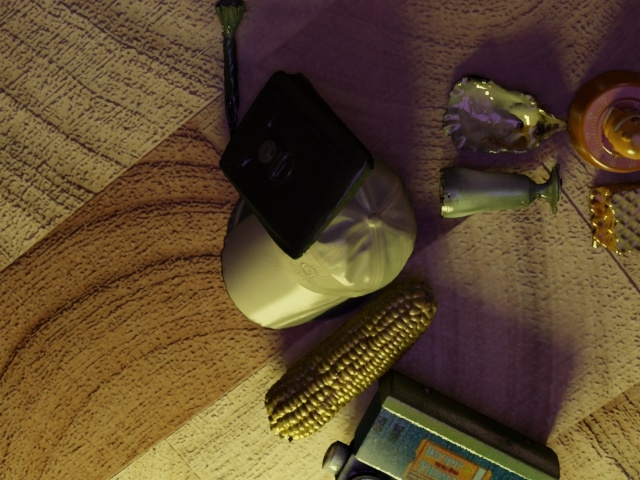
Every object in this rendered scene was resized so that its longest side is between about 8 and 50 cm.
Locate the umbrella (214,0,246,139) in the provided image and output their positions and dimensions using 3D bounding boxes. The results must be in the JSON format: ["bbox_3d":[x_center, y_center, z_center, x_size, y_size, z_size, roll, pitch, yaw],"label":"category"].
[{"bbox_3d":[-0.111,-0.252,1.473,0.044,0.044,0.269,-17,115,-30],"label":"umbrella"}]

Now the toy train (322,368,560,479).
[{"bbox_3d":[0.164,0.320,1.558,0.299,0.131,0.202,27,104,-6],"label":"toy train"}]

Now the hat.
[{"bbox_3d":[-0.006,0.004,1.473,0.275,0.161,0.232,-34,97,16],"label":"hat"}]

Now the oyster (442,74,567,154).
[{"bbox_3d":[0.229,-0.163,1.463,0.146,0.045,0.122,-25,106,18],"label":"oyster"}]

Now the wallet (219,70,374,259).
[{"bbox_3d":[-0.037,-0.100,1.409,0.052,0.245,0.168,28,107,-41],"label":"wallet"}]

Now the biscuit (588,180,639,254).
[{"bbox_3d":[0.543,-0.050,1.467,0.378,0.054,0.094,-7,105,6],"label":"biscuit"}]

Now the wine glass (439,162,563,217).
[{"bbox_3d":[0.234,-0.064,1.479,0.155,0.072,0.072,-1,106,4],"label":"wine glass"}]

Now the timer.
[{"bbox_3d":[0.382,-0.136,1.404,0.132,0.152,0.132,1,106,4],"label":"timer"}]

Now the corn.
[{"bbox_3d":[0.041,0.158,1.539,0.101,0.101,0.291,44,102,-8],"label":"corn"}]
